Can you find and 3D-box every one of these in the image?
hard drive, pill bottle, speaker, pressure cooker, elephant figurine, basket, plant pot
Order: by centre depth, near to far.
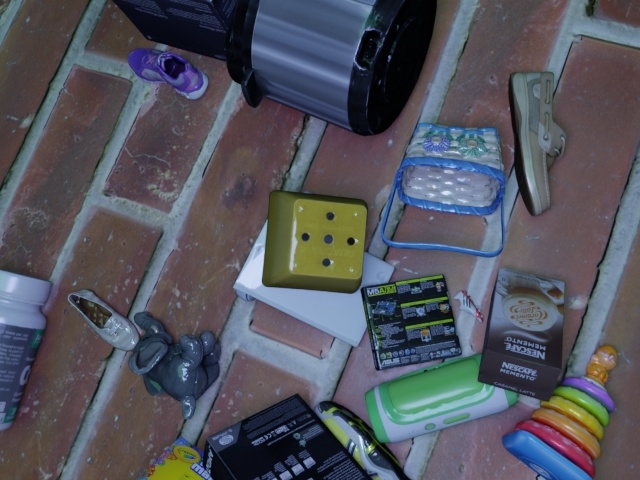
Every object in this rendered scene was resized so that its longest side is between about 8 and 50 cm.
[{"bbox_3d":[0.000,0.000,1.220,0.212,0.187,0.212,6,86,-10],"label":"plant pot"},{"bbox_3d":[0.249,0.328,1.244,0.296,0.131,0.131,-19,75,7],"label":"speaker"},{"bbox_3d":[0.272,-0.107,1.291,0.254,0.201,0.289,6,70,11],"label":"basket"},{"bbox_3d":[0.006,-0.468,1.324,0.420,0.370,0.376,25,121,17],"label":"pressure cooker"},{"bbox_3d":[-0.013,0.081,1.331,0.307,0.040,0.203,27,84,-8],"label":"hard drive"},{"bbox_3d":[-0.363,0.276,1.366,0.239,0.186,0.169,4,103,16],"label":"elephant figurine"},{"bbox_3d":[-0.785,0.251,1.419,0.204,0.204,0.361,13,81,13],"label":"pill bottle"}]

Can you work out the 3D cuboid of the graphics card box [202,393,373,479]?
[{"bbox_3d":[-0.029,0.479,1.114,0.371,0.232,0.094,41,133,33],"label":"graphics card box"}]

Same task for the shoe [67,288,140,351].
[{"bbox_3d":[-0.533,0.196,1.456,0.219,0.058,0.076,36,87,16],"label":"shoe"}]

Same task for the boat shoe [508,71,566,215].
[{"bbox_3d":[0.489,-0.223,1.317,0.110,0.121,0.341,-4,76,11],"label":"boat shoe"}]

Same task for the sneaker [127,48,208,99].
[{"bbox_3d":[-0.409,-0.455,1.548,0.236,0.104,0.095,25,85,16],"label":"sneaker"}]

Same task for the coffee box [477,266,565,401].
[{"bbox_3d":[0.406,0.180,1.191,0.141,0.098,0.246,13,41,13],"label":"coffee box"}]

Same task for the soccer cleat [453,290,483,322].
[{"bbox_3d":[0.329,0.150,1.318,0.035,0.029,0.083,-36,71,11],"label":"soccer cleat"}]

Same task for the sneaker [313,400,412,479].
[{"bbox_3d":[0.100,0.504,1.228,0.147,0.145,0.385,-42,71,3],"label":"sneaker"}]

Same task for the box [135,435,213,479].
[{"bbox_3d":[-0.244,0.606,1.185,0.290,0.177,0.279,31,125,15],"label":"box"}]

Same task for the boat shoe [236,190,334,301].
[{"bbox_3d":[-0.079,0.022,1.381,0.094,0.109,0.302,33,83,19],"label":"boat shoe"}]

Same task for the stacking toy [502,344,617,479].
[{"bbox_3d":[0.518,0.336,1.194,0.165,0.175,0.302,34,73,15],"label":"stacking toy"}]

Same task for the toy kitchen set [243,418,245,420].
[{"bbox_3d":[-0.123,0.527,1.307,0.122,0.166,0.207,2,115,12],"label":"toy kitchen set"}]

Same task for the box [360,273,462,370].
[{"bbox_3d":[0.197,0.178,1.302,0.190,0.045,0.184,-9,75,-9],"label":"box"}]

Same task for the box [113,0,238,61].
[{"bbox_3d":[-0.326,-0.609,1.457,0.343,0.312,0.179,19,82,14],"label":"box"}]
